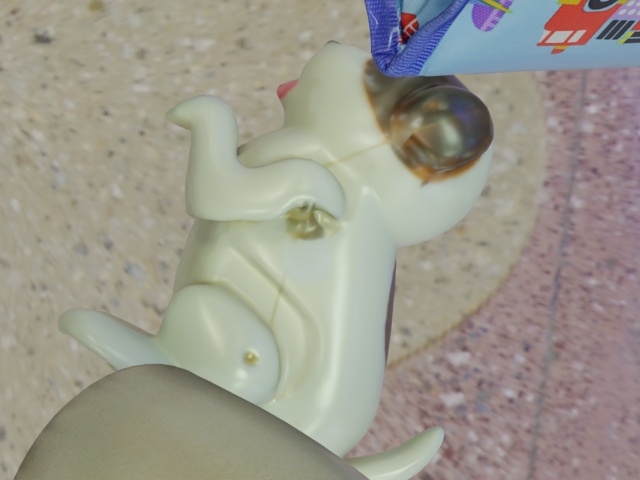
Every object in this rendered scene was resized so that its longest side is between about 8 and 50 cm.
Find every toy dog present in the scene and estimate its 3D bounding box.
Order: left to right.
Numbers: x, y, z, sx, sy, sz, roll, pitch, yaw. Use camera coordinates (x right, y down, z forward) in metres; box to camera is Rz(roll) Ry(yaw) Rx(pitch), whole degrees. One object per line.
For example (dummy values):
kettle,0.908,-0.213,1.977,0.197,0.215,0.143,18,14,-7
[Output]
toy dog,0.000,0.000,1.520,0.395,0.284,0.408,33,86,8

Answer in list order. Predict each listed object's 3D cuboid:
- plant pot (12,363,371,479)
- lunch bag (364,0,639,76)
plant pot,-0.042,0.237,1.116,0.256,0.274,0.256,-14,109,-47
lunch bag,0.161,-0.176,0.495,0.221,0.293,0.138,-7,71,-34
